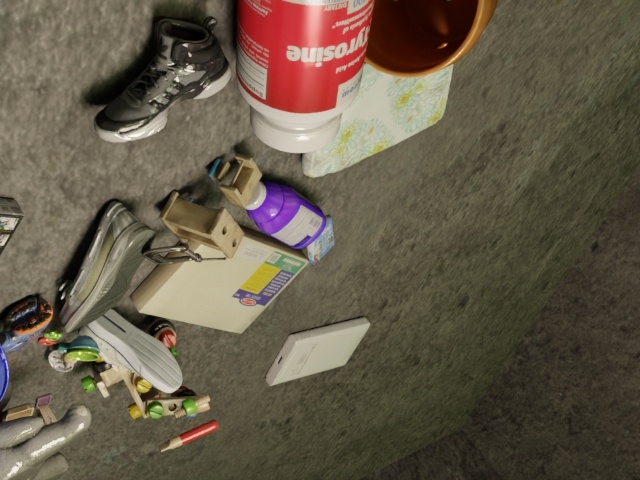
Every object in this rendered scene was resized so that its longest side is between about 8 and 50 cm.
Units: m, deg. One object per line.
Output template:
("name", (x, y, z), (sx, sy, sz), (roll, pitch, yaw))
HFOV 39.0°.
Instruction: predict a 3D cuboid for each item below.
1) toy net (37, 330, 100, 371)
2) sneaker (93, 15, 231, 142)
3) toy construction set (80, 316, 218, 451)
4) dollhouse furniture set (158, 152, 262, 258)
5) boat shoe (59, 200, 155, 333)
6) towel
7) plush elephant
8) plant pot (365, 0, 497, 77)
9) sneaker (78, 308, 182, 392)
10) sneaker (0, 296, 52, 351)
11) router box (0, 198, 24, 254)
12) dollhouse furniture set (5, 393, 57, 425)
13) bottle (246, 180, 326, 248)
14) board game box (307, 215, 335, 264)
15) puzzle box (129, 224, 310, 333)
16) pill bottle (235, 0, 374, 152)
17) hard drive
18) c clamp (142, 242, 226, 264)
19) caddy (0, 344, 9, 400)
("toy net", (-0.545, 0.244, 1.919), (0.122, 0.045, 0.232), (8, 156, -22))
("sneaker", (-0.275, -0.282, 1.519), (0.268, 0.101, 0.153), (-35, 151, -21))
("toy construction set", (-0.404, 0.354, 2.074), (0.237, 0.309, 0.257), (-22, 139, -19))
("dollhouse furniture set", (-0.217, -0.080, 1.876), (0.184, 0.129, 0.129), (-65, 157, -17))
("boat shoe", (-0.445, 0.062, 1.818), (0.118, 0.103, 0.320), (-28, 159, -54))
("towel", (0.130, -0.313, 1.946), (0.374, 0.090, 0.320), (-26, 148, -22))
("plush elephant", (-0.688, 0.400, 1.869), (0.330, 0.255, 0.272), (-26, 158, -38))
("plant pot", (0.200, -0.458, 1.664), (0.203, 0.291, 0.291), (-27, 153, -55))
("sneaker", (-0.415, 0.246, 1.975), (0.091, 0.258, 0.094), (-46, -177, 38))
("sneaker", (-0.633, 0.197, 1.795), (0.221, 0.083, 0.087), (-24, 156, -19))
("router box", (-0.619, -0.016, 1.543), (0.179, 0.046, 0.133), (6, 128, -52))
("dollhouse furniture set", (-0.661, 0.424, 2.072), (0.114, 0.081, 0.091), (-13, 141, -39))
("bottle", (-0.092, -0.066, 2.031), (0.118, 0.092, 0.283), (-45, 150, 9))
("board game box", (0.000, 0.000, 2.254), (0.090, 0.020, 0.090), (-46, 143, -34))
("puzzle box", (-0.226, 0.090, 2.138), (0.272, 0.052, 0.409), (-46, 150, 12))
("pill bottle", (-0.031, -0.353, 1.562), (0.229, 0.229, 0.408), (-25, 148, -24))
("hard drive", (-0.006, 0.335, 2.743), (0.307, 0.040, 0.203), (-9, 139, -43))
("c clamp", (-0.279, 0.027, 1.809), (0.137, 0.022, 0.160), (-7, 168, 12))
("caddy", (-0.726, 0.294, 1.652), (0.241, 0.179, 0.341), (31, 99, -16))
